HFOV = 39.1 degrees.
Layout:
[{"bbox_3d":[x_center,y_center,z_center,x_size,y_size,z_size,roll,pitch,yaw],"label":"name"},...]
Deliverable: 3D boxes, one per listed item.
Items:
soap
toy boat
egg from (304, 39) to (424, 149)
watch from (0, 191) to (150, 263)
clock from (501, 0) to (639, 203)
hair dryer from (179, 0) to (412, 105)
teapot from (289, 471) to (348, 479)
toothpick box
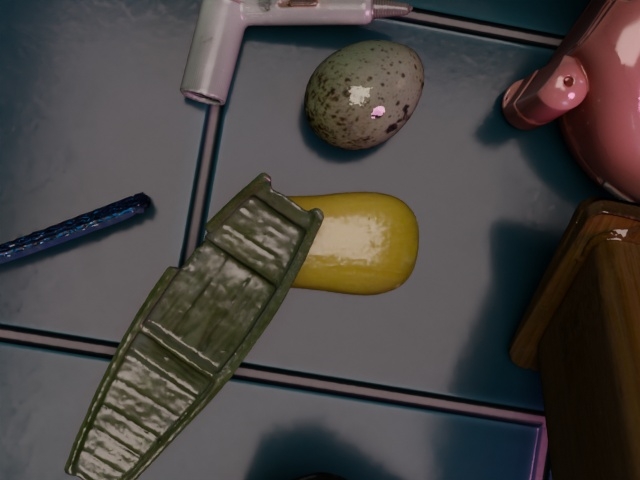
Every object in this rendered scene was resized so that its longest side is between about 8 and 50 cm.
[{"bbox_3d":[0.000,0.000,0.766,0.168,0.033,0.089,4,89,-3],"label":"soap"},{"bbox_3d":[-0.105,0.077,0.730,0.093,0.055,0.293,35,97,-4],"label":"toy boat"},{"bbox_3d":[0.037,-0.123,0.749,0.110,0.085,0.085,-42,91,-12],"label":"egg"},{"bbox_3d":[-0.330,-0.028,0.736,0.276,0.068,0.274,44,81,-1],"label":"watch"},{"bbox_3d":[0.314,-0.129,0.745,0.241,0.142,0.227,37,86,-6],"label":"clock"},{"bbox_3d":[-0.014,-0.177,0.751,0.183,0.044,0.155,14,87,10],"label":"hair dryer"},{"bbox_3d":[0.078,0.354,0.664,0.344,0.253,0.300,20,102,-8],"label":"teapot"},{"bbox_3d":[0.256,0.150,0.628,0.187,0.190,0.308,12,44,-5],"label":"toothpick box"}]
